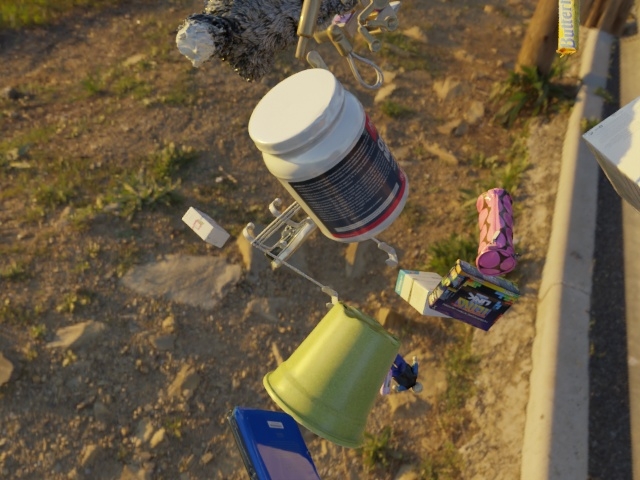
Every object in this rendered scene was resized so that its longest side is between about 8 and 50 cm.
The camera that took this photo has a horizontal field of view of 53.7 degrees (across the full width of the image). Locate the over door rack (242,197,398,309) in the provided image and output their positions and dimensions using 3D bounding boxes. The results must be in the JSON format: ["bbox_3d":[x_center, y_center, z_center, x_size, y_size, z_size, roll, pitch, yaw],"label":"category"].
[{"bbox_3d":[0.000,0.000,1.604,0.324,0.239,0.108,40,31,-16],"label":"over door rack"}]

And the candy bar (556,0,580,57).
[{"bbox_3d":[0.394,-0.375,1.002,0.018,0.161,0.040,-15,17,-37],"label":"candy bar"}]

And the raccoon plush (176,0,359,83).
[{"bbox_3d":[-0.086,-0.474,1.349,0.299,0.216,0.446,-23,28,20],"label":"raccoon plush"}]

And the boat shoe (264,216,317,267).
[{"bbox_3d":[-0.088,-0.011,1.932,0.070,0.219,0.078,47,17,8],"label":"boat shoe"}]

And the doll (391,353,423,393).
[{"bbox_3d":[0.262,0.416,2.009,0.189,0.046,0.129,48,71,-10],"label":"doll"}]

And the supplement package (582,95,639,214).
[{"bbox_3d":[0.695,-0.147,1.235,0.198,0.199,0.262,45,18,-27],"label":"supplement package"}]

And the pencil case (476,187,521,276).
[{"bbox_3d":[0.384,-0.025,1.385,0.095,0.098,0.209,-15,40,25],"label":"pencil case"}]

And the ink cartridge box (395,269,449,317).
[{"bbox_3d":[0.355,0.171,2.043,0.148,0.086,0.203,8,15,-21],"label":"ink cartridge box"}]

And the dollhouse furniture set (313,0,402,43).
[{"bbox_3d":[0.044,-0.723,1.695,0.286,0.303,0.198,10,61,46],"label":"dollhouse furniture set"}]

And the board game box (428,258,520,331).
[{"bbox_3d":[0.370,0.135,1.530,0.170,0.141,0.048,22,34,-12],"label":"board game box"}]

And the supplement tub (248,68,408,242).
[{"bbox_3d":[0.020,-0.141,1.102,0.191,0.272,0.191,-20,45,22],"label":"supplement tub"}]

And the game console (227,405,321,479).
[{"bbox_3d":[-0.115,0.448,1.108,0.173,0.293,0.250,-30,66,6],"label":"game console"}]

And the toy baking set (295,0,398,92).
[{"bbox_3d":[0.048,-0.370,1.152,0.197,0.256,0.030,15,6,-26],"label":"toy baking set"}]

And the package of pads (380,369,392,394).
[{"bbox_3d":[0.191,0.419,1.910,0.032,0.083,0.050,-1,15,-21],"label":"package of pads"}]

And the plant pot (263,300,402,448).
[{"bbox_3d":[0.050,0.293,1.476,0.276,0.254,0.276,32,3,-2],"label":"plant pot"}]

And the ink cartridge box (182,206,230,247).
[{"bbox_3d":[-0.346,-0.039,1.916,0.122,0.052,0.088,41,6,30],"label":"ink cartridge box"}]
